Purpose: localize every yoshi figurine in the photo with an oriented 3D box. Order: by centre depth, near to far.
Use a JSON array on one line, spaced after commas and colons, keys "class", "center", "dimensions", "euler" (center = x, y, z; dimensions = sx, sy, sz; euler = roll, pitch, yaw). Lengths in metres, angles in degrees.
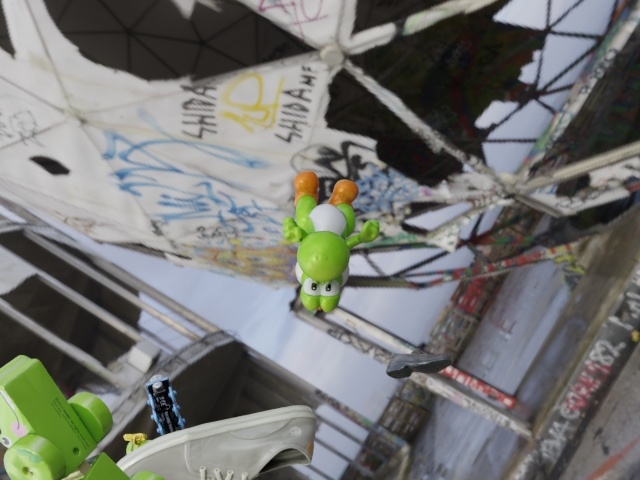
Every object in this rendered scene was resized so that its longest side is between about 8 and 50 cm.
[{"class": "yoshi figurine", "center": [0.014, -0.017, 1.575], "dimensions": [0.204, 0.203, 0.362], "euler": [-23, 42, 24]}]

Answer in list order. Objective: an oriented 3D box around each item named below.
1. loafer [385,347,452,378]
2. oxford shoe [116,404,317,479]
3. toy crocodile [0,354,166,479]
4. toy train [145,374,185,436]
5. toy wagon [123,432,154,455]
[{"class": "loafer", "center": [0.234, 0.286, 1.689], "dimensions": [0.062, 0.170, 0.061], "euler": [46, -139, -42]}, {"class": "oxford shoe", "center": [-0.215, 0.466, 1.499], "dimensions": [0.449, 0.130, 0.169], "euler": [-10, -30, -13]}, {"class": "toy crocodile", "center": [-0.278, 0.287, 0.825], "dimensions": [0.105, 0.340, 0.115], "euler": [-26, 14, 27]}, {"class": "toy train", "center": [-0.421, 0.444, 1.892], "dimensions": [0.080, 0.105, 0.184], "euler": [-18, -63, -15]}, {"class": "toy wagon", "center": [-0.390, 0.564, 1.883], "dimensions": [0.344, 0.267, 0.068], "euler": [32, -128, -56]}]
